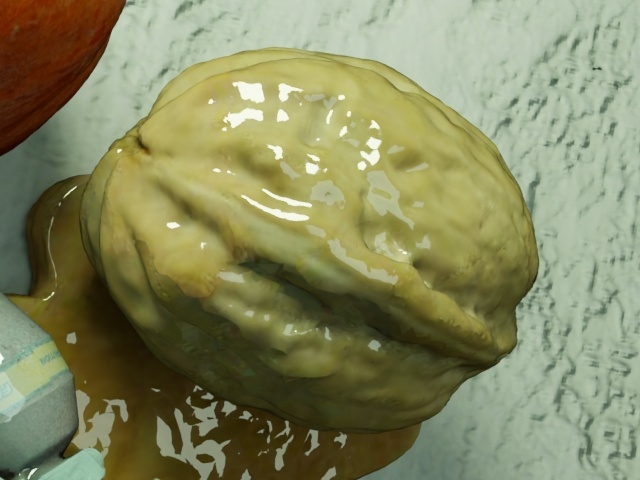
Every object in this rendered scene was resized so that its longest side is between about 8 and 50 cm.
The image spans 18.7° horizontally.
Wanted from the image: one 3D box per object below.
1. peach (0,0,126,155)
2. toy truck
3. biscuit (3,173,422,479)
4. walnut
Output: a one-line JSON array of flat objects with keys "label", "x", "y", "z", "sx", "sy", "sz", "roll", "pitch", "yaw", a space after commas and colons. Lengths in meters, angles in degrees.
[{"label": "peach", "x": -0.223, "y": -0.132, "z": 0.933, "sx": 0.256, "sy": 0.232, "sz": 0.232, "roll": -37, "pitch": 105, "yaw": -34}, {"label": "toy truck", "x": -0.158, "y": 0.116, "z": 0.973, "sx": 0.257, "sy": 0.108, "sz": 0.140, "roll": 47, "pitch": 55, "yaw": -11}, {"label": "biscuit", "x": -0.112, "y": 0.105, "z": 1.079, "sx": 0.355, "sy": 0.052, "sz": 0.275, "roll": -30, "pitch": 98, "yaw": -24}, {"label": "walnut", "x": 0.000, "y": 0.000, "z": 1.010, "sx": 0.245, "sy": 0.198, "sz": 0.198, "roll": 29, "pitch": 76, "yaw": -17}]
